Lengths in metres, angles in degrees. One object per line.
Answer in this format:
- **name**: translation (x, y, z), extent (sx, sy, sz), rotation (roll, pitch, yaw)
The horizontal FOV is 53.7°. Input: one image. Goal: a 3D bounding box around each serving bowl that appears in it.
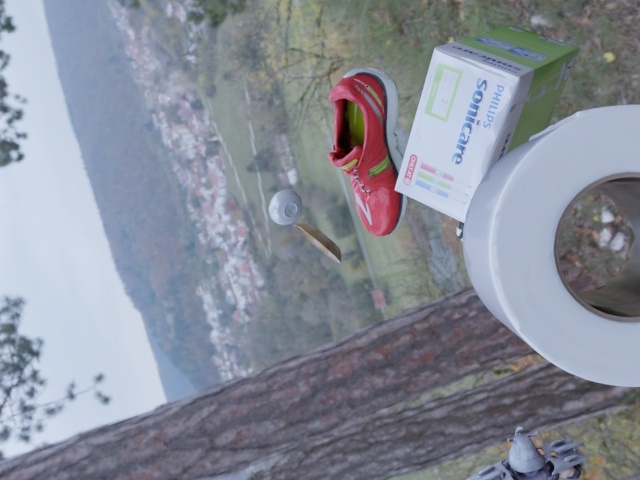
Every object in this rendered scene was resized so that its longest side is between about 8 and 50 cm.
- **serving bowl**: translation (-0.073, -0.072, 1.423), extent (0.027, 0.083, 0.083), rotation (29, 134, 50)

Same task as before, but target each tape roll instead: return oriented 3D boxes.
- **tape roll**: translation (0.273, 0.003, 0.619), extent (0.169, 0.246, 0.246), rotation (-18, -88, -85)

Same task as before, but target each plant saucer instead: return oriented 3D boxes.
- **plant saucer**: translation (0.000, 0.000, 0.871), extent (0.083, 0.015, 0.083), rotation (39, 175, 4)

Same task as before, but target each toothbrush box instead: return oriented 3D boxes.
- **toothbrush box**: translation (0.244, -0.178, 0.909), extent (0.122, 0.283, 0.206), rotation (27, 126, 22)

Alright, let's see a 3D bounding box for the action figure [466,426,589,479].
- **action figure**: translation (0.275, 0.361, 0.868), extent (0.099, 0.185, 0.285), rotation (-103, 2, -62)

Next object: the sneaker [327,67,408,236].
- **sneaker**: translation (0.061, -0.126, 0.997), extent (0.107, 0.118, 0.279), rotation (11, 122, 40)

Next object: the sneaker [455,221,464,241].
- **sneaker**: translation (0.492, -0.088, 1.621), extent (0.147, 0.384, 0.145), rotation (35, 139, 21)
